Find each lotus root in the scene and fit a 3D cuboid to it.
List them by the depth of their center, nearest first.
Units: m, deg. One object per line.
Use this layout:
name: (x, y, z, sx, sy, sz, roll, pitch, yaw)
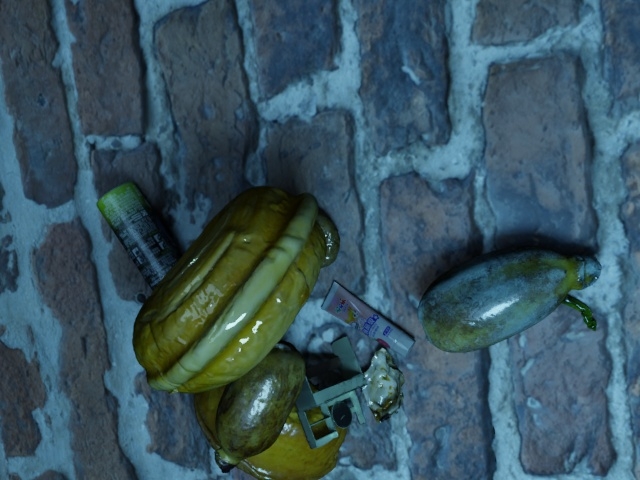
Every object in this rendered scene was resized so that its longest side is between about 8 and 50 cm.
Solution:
lotus root: (0.322, 0.085, 1.332, 0.322, 0.158, 0.140, -26, 118, 17)
lotus root: (-0.117, 0.295, 1.365, 0.128, 0.145, 0.260, 26, 93, 9)

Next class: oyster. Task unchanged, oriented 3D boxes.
oyster: (0.128, 0.291, 1.500, 0.103, 0.051, 0.148, 40, 120, 35)

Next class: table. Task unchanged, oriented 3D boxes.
table: (0.019, 0.289, 1.466, 0.062, 0.146, 0.175, -31, 78, 43)

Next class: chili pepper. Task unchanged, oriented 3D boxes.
chili pepper: (0.467, 0.128, 1.366, 0.027, 0.022, 0.083, -44, 84, -11)

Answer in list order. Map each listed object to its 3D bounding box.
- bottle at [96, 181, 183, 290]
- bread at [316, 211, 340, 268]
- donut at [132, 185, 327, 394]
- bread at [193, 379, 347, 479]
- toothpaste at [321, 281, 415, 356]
bottle: (-0.335, 0.038, 1.582, 0.093, 0.093, 0.330, -34, 89, 22)
bread: (0.000, 0.000, 1.477, 0.082, 0.060, 0.113, 9, 106, 18)
donut: (-0.159, 0.083, 1.348, 0.198, 0.449, 0.449, 41, 112, -11)
bread: (-0.110, 0.359, 1.530, 0.340, 0.179, 0.194, 36, 110, 8)
toothpaste: (0.094, 0.157, 1.492, 0.194, 0.043, 0.067, 32, 113, 16)
